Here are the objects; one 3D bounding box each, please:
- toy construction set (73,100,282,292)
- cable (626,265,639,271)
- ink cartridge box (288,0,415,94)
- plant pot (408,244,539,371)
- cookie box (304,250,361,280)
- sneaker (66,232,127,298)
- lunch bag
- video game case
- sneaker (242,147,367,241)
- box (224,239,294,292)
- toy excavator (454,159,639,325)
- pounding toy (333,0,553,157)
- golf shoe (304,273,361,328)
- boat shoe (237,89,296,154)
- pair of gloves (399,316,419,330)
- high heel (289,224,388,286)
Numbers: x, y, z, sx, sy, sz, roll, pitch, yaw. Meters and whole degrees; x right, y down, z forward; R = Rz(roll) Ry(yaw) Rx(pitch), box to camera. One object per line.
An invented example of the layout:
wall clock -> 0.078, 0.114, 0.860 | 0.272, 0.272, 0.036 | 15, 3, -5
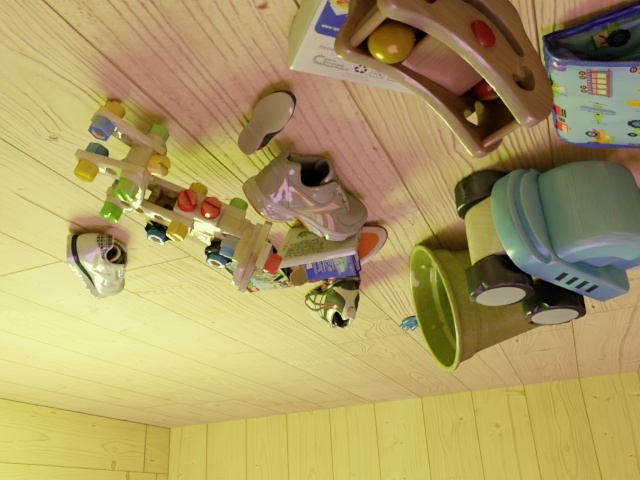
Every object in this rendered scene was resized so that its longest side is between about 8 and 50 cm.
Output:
toy construction set -> -0.191, -0.049, 0.902 | 0.328, 0.151, 0.215 | 34, 151, 4
cable -> 0.653, -0.015, 1.241 | 0.257, 0.089, 0.257 | 9, 153, -26
ink cartridge box -> 0.105, -0.287, 0.604 | 0.176, 0.069, 0.371 | 6, 156, -19
plant pot -> 0.358, 0.118, 1.337 | 0.254, 0.276, 0.276 | -13, 157, -8
cookie box -> 0.019, 0.027, 1.232 | 0.107, 0.091, 0.040 | -8, -170, 25
sneaker -> -0.436, 0.055, 1.268 | 0.095, 0.090, 0.235 | -12, 157, -4
lunch bag -> 0.423, -0.198, 0.790 | 0.293, 0.138, 0.221 | -4, 160, 24
video game case -> 0.000, 0.000, 1.156 | 0.157, 0.143, 0.019 | -11, 114, 16
sneaker -> 0.006, -0.077, 1.025 | 0.263, 0.099, 0.121 | 11, 135, -46
box -> -0.137, 0.062, 1.371 | 0.114, 0.036, 0.207 | -8, 155, 11
toy excavator -> 0.512, -0.025, 1.012 | 0.433, 0.222, 0.445 | 18, 147, -31
pounding toy -> 0.124, -0.159, 0.630 | 0.270, 0.154, 0.155 | 14, 151, -32
golf shoe -> 0.025, 0.172, 1.539 | 0.105, 0.120, 0.273 | 1, 157, -14
boat shoe -> -0.071, -0.169, 0.868 | 0.043, 0.049, 0.137 | -39, 180, -41
pair of gloves -> 0.346, 0.251, 1.869 | 0.198, 0.023, 0.159 | 16, 149, -35
high heel -> 0.051, 0.027, 1.308 | 0.244, 0.082, 0.117 | -35, 177, 27
